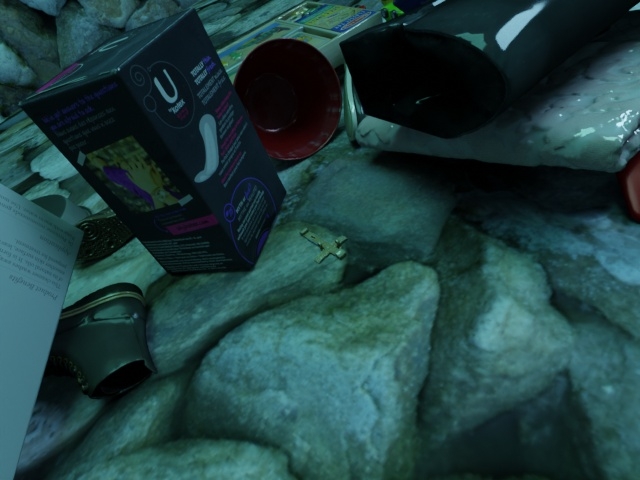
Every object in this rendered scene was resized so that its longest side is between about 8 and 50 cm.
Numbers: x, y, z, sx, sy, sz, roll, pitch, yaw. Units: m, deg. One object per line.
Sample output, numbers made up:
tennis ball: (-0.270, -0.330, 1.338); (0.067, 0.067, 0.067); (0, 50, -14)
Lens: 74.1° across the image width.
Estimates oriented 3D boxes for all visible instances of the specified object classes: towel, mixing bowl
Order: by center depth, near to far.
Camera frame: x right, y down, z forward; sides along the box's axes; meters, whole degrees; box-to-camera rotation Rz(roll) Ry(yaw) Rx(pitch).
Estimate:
towel: (0.254, -0.193, 0.521); (0.317, 0.053, 0.332); (-39, 32, -21)
mixing bowl: (-0.066, -0.227, 0.694); (0.181, 0.181, 0.098); (-36, 28, -12)

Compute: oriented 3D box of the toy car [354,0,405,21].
toy car: (0.156, -0.533, 0.995); (0.239, 0.053, 0.225); (-30, 40, -4)

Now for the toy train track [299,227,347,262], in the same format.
toy train track: (0.000, 0.000, 0.520); (0.048, 0.014, 0.083); (-41, 41, -18)

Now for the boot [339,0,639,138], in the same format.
boot: (0.281, -0.249, 0.379); (0.445, 0.146, 0.367); (-31, 20, -17)

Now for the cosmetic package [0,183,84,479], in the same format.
cosmetic package: (-0.382, 0.121, 0.359); (0.156, 0.217, 0.384); (-10, 58, 18)

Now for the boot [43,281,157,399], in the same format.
boot: (-0.287, 0.142, 0.475); (0.198, 0.076, 0.137); (-33, 45, -7)

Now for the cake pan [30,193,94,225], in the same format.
cake pan: (-0.554, 0.019, 0.763); (0.293, 0.054, 0.293); (-15, 41, 13)

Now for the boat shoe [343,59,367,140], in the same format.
boat shoe: (0.076, -0.250, 0.705); (0.079, 0.084, 0.233); (3, 48, 4)

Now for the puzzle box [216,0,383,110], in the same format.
puzzle box: (-0.111, -0.354, 0.845); (0.409, 0.052, 0.272); (-36, 45, -13)

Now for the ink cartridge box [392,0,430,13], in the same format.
ink cartridge box: (0.205, -0.455, 0.653); (0.072, 0.307, 0.303); (9, 19, -17)

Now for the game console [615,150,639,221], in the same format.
game console: (0.361, -0.081, 0.419); (0.144, 0.085, 0.124); (-10, 11, 17)

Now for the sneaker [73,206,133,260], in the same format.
sneaker: (-0.340, -0.030, 0.710); (0.188, 0.066, 0.071); (-32, 23, -16)

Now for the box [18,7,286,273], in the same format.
box: (-0.175, -0.105, 0.527); (0.143, 0.270, 0.165); (-5, 43, 23)
